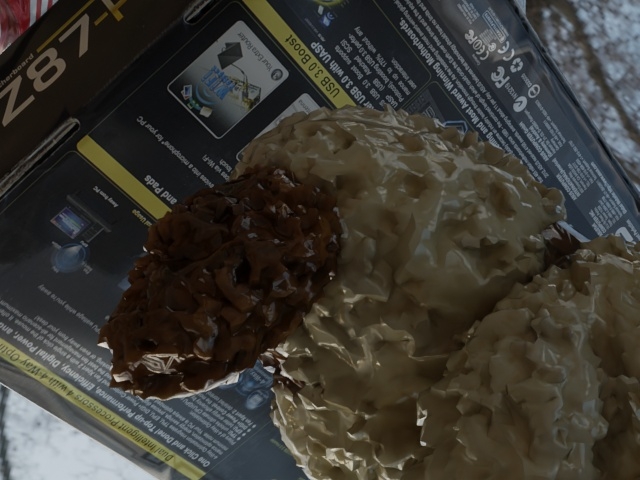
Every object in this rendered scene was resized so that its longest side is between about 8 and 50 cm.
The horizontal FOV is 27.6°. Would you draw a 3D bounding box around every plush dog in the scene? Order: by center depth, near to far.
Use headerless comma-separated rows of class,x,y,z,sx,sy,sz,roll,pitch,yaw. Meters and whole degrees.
plush dog,0.056,0.043,0.412,0.225,0.262,0.210,43,-79,15

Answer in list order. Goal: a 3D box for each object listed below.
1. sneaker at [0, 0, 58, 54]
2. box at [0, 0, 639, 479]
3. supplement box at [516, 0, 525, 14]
sneaker,-0.269,-0.230,0.953,0.087,0.128,0.221,-26,-90,33
box,0.000,0.000,0.723,0.318,0.395,0.097,-44,-136,3
supplement box,0.099,-0.159,1.095,0.111,0.114,0.220,-26,-142,30
